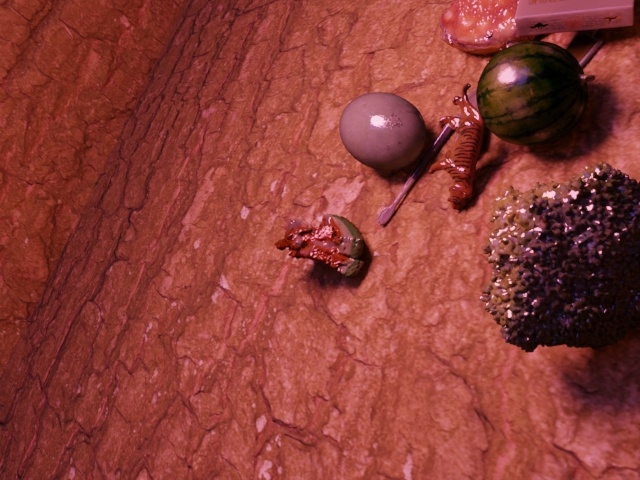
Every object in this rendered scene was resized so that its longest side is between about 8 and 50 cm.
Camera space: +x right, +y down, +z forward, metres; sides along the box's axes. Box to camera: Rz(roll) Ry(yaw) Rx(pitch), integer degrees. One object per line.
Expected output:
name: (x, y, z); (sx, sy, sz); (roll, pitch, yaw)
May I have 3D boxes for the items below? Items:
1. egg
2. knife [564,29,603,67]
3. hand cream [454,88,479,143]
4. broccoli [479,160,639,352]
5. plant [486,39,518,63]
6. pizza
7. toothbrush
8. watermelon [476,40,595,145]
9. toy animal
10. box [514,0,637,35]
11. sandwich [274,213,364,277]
egg: (0.137, -0.243, 1.478); (0.237, 0.169, 0.169); (32, 90, 51)
knife: (0.507, -0.381, 1.270); (0.343, 0.027, 0.061); (-51, 40, 9)
hand cream: (0.316, -0.251, 1.380); (0.087, 0.054, 0.186); (-31, 36, 51)
broccoli: (0.367, 0.017, 0.976); (0.288, 0.235, 0.259); (-18, 41, -7)
plant: (0.367, -0.352, 1.339); (0.104, 0.122, 0.116); (-43, 44, 37)
pizza: (0.389, -0.481, 1.433); (0.306, 0.086, 0.161); (5, 84, 48)
toothbrush: (0.213, -0.153, 1.448); (0.288, 0.024, 0.026); (-55, 22, 6)
watermelon: (0.388, -0.266, 1.187); (0.215, 0.188, 0.187); (-16, 52, 41)
toy animal: (0.276, -0.182, 1.299); (0.099, 0.057, 0.241); (28, 115, 42)
box: (0.509, -0.543, 1.282); (0.205, 0.051, 0.365); (3, 57, 29)
sandwich: (0.004, 0.003, 1.465); (0.185, 0.160, 0.109); (39, 115, 62)
